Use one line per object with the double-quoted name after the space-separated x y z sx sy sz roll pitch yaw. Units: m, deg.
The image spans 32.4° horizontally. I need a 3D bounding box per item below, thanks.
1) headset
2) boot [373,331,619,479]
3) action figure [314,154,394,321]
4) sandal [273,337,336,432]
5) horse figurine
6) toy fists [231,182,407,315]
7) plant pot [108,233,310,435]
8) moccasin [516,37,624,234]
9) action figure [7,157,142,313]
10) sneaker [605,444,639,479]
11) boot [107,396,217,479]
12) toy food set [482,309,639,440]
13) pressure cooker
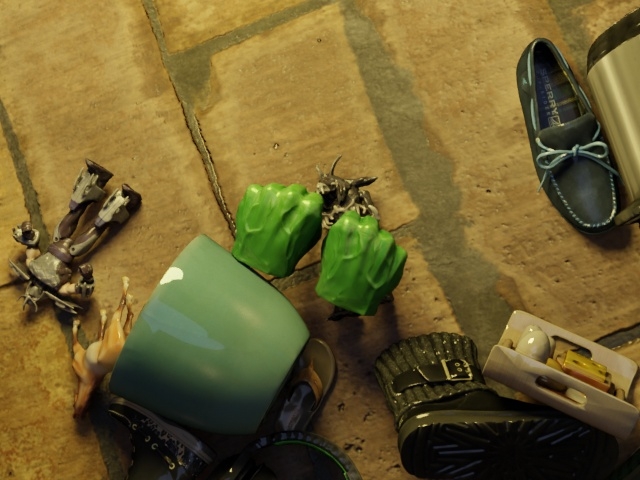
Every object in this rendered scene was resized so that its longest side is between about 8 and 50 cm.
-0.119 0.462 1.775 0.394 0.185 0.243 -21 80 -11 "headset"
0.264 0.256 1.700 0.348 0.260 0.131 9 112 -7 "boot"
0.034 -0.015 1.829 0.164 0.141 0.275 -20 77 16 "action figure"
-0.028 0.250 1.826 0.072 0.049 0.180 22 82 13 "sandal"
-0.354 0.172 1.836 0.263 0.066 0.174 -34 46 38 "horse figurine"
0.000 0.000 1.723 0.279 0.096 0.142 25 114 7 "toy fists"
-0.159 0.174 1.752 0.235 0.293 0.293 30 84 4 "plant pot"
0.395 -0.173 1.815 0.138 0.117 0.342 -23 76 3 "moccasin"
-0.441 0.003 1.920 0.185 0.099 0.285 35 89 5 "action figure"
0.504 0.377 1.649 0.158 0.182 0.410 37 86 14 "sneaker"
-0.299 0.364 1.781 0.236 0.085 0.178 20 69 37 "boot"
0.374 0.183 1.658 0.220 0.306 0.092 24 103 12 "toy food set"
0.618 -0.152 1.635 0.370 0.375 0.420 -25 77 32 "pressure cooker"
